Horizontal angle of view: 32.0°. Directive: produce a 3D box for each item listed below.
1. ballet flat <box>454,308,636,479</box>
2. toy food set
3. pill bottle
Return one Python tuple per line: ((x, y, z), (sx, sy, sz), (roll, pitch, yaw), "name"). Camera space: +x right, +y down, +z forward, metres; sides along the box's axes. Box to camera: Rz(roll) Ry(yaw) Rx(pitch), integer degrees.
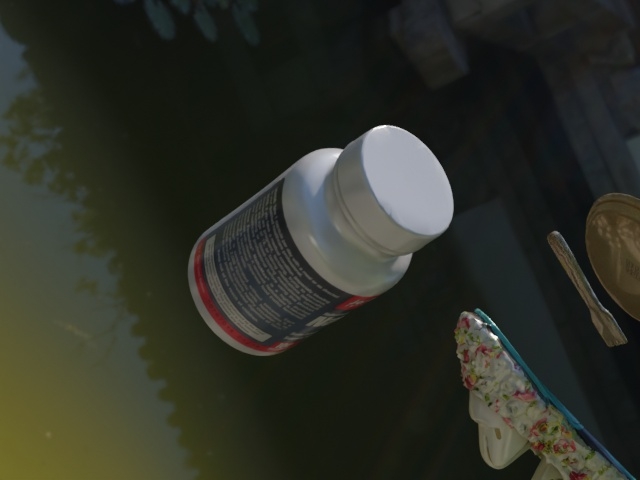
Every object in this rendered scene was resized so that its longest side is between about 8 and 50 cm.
((0.168, 0.160, 0.826), (0.241, 0.077, 0.091), (48, -2, -1), "ballet flat")
((0.262, 0.018, 0.878), (0.132, 0.038, 0.192), (60, -20, 0), "toy food set")
((0.000, 0.000, 0.764), (0.108, 0.180, 0.108), (23, 51, -32), "pill bottle")
